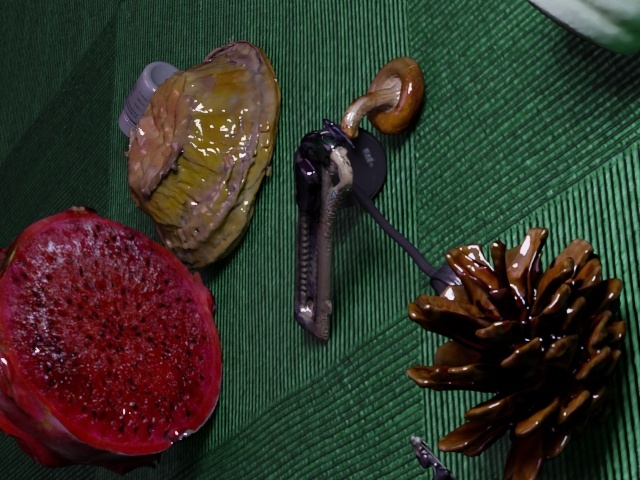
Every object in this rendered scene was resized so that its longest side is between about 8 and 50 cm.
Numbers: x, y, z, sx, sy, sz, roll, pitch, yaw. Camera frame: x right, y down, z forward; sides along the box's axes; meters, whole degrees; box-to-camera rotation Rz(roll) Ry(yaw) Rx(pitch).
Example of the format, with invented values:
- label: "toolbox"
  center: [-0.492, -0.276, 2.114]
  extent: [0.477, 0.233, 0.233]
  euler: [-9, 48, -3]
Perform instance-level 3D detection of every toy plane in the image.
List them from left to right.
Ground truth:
- label: "toy plane"
  center: [0.139, 0.255, 1.471]
  extent: [0.192, 0.088, 0.262]
  euler: [57, 178, 9]

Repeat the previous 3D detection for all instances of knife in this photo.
- label: "knife"
  center: [-0.006, 0.002, 1.877]
  extent: [0.089, 0.043, 0.365]
  euler: [56, 156, 32]

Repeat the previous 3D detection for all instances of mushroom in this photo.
- label: "mushroom"
  center: [0.074, -0.154, 1.901]
  extent: [0.129, 0.072, 0.088]
  euler: [-46, 36, -21]

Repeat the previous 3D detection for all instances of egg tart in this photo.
- label: "egg tart"
  center: [-0.183, -0.134, 2.347]
  extent: [0.352, 0.150, 0.352]
  euler: [-35, 48, 50]

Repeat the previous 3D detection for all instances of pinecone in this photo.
- label: "pinecone"
  center: [0.175, 0.095, 1.463]
  extent: [0.202, 0.201, 0.229]
  euler: [8, 64, 53]

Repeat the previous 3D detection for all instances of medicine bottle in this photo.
- label: "medicine bottle"
  center: [-0.276, -0.224, 2.641]
  extent: [0.130, 0.080, 0.080]
  euler: [-50, 37, 45]

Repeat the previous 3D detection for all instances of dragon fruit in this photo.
- label: "dragon fruit"
  center: [-0.331, 0.159, 2.235]
  extent: [0.249, 0.386, 0.371]
  euler: [-33, 81, 40]

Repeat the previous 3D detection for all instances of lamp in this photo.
- label: "lamp"
  center: [0.095, -0.036, 1.806]
  extent: [0.108, 0.130, 0.371]
  euler: [-39, 30, -10]

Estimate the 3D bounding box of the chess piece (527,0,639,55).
- label: "chess piece"
  center: [0.296, -0.334, 1.447]
  extent: [0.299, 0.195, 0.194]
  euler: [-54, 33, 23]
